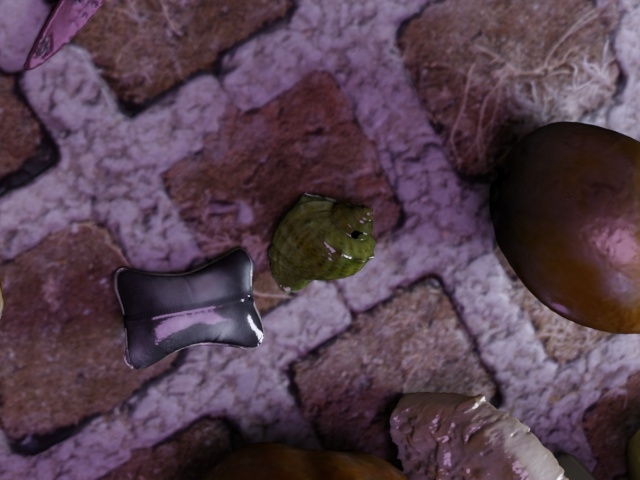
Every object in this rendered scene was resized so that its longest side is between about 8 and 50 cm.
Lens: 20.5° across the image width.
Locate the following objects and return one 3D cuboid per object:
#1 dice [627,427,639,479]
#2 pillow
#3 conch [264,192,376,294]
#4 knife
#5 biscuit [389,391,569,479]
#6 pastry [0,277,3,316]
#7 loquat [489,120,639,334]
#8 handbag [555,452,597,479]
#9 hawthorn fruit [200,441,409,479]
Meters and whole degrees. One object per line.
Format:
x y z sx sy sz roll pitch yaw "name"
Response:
0.420 0.274 1.843 0.166 0.169 0.169 -12 132 -1 "dice"
-0.121 0.063 1.630 0.135 0.055 0.091 -8 115 -18 "pillow"
0.000 0.000 1.649 0.121 0.074 0.089 -36 91 19 "conch"
-0.176 -0.241 1.489 0.035 0.018 0.247 29 105 -32 "knife"
0.176 0.284 1.775 0.084 0.179 0.281 -38 122 -53 "biscuit"
-0.317 0.007 1.478 0.088 0.166 0.166 -12 118 -8 "pastry"
0.262 -0.013 1.668 0.179 0.179 0.227 -43 113 4 "loquat"
0.302 0.361 1.833 0.079 0.219 0.256 -28 119 -10 "handbag"
0.001 0.340 1.666 0.267 0.301 0.268 -11 124 -17 "hawthorn fruit"
